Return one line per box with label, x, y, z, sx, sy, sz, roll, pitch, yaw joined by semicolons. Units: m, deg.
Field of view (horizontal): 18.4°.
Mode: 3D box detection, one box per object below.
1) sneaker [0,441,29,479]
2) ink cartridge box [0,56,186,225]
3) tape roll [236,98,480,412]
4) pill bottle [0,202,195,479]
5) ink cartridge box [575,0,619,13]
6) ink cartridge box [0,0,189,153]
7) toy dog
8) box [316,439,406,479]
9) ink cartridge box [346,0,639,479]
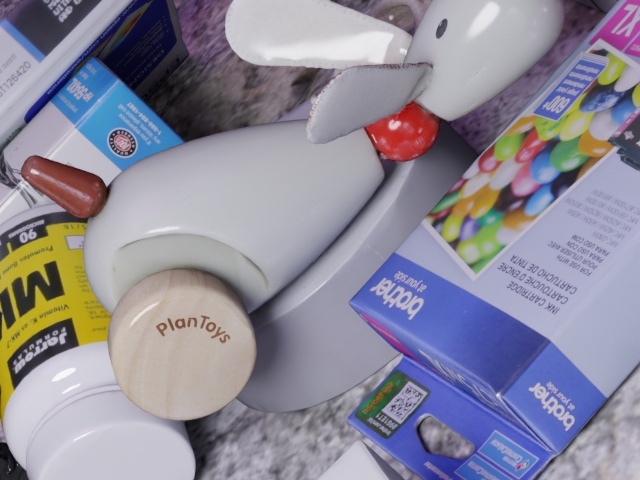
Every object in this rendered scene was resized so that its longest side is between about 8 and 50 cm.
sneaker;-0.207;0.152;1.298;0.170;0.089;0.051;-55;28;-17
ink cartridge box;-0.172;-0.004;1.399;0.203;0.148;0.086;-46;28;-1
tape roll;0.000;0.000;1.236;0.219;0.072;0.219;-35;28;22
pill bottle;-0.151;0.081;1.257;0.119;0.119;0.208;-39;41;12
ink cartridge box;0.167;-0.196;1.235;0.060;0.104;0.180;-47;26;-1
ink cartridge box;-0.233;-0.088;1.528;0.303;0.072;0.307;-48;-3;-6
toy dog;-0.035;-0.065;1.118;0.333;0.161;0.220;-51;28;-11
box;0.025;0.196;0.908;0.130;0.091;0.170;-44;27;3
ink cartridge box;0.136;-0.004;1.067;0.311;0.065;0.186;-50;27;-5
